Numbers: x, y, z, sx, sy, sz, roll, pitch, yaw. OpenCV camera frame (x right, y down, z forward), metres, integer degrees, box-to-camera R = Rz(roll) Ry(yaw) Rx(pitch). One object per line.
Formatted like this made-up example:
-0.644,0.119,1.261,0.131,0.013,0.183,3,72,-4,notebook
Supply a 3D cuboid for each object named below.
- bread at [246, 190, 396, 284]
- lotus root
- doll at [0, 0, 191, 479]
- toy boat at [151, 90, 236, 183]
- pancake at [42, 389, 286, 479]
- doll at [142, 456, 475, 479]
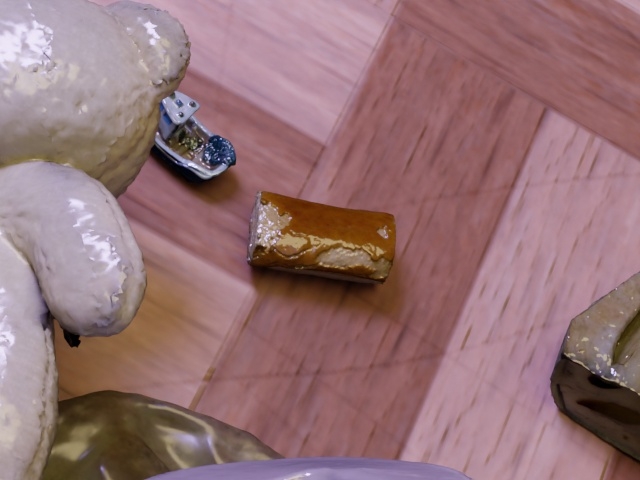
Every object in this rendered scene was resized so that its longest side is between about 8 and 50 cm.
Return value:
0.000,0.000,1.054,0.083,0.036,0.047,10,50,-16,bread
0.214,0.070,1.083,0.143,0.070,0.144,37,58,8,lotus root
-0.165,0.009,0.924,0.175,0.149,0.278,11,68,1,doll
-0.082,-0.066,1.058,0.083,0.038,0.038,42,55,3,toy boat
-0.085,0.213,0.888,0.294,0.049,0.294,12,55,-17,pancake
-0.008,0.203,0.802,0.221,0.221,0.251,51,25,11,doll
